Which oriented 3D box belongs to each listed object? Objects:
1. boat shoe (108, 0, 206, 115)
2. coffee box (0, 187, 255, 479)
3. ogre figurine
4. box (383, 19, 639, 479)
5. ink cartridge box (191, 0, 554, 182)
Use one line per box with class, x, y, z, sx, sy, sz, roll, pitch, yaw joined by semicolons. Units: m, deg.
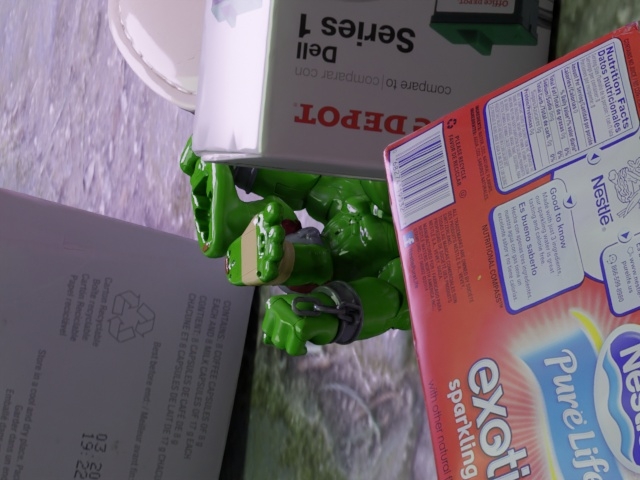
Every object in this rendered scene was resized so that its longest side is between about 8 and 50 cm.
boat shoe;-0.086;-0.182;1.324;0.117;0.096;0.324;-33;47;8
coffee box;-0.287;0.129;1.351;0.334;0.338;0.337;2;79;62
ogre figurine;0.000;0.000;1.081;0.197;0.118;0.096;26;107;63
box;0.125;0.065;0.760;0.128;0.123;0.256;-27;58;31
ink cartridge box;0.032;-0.139;0.993;0.092;0.160;0.219;-173;88;-65
